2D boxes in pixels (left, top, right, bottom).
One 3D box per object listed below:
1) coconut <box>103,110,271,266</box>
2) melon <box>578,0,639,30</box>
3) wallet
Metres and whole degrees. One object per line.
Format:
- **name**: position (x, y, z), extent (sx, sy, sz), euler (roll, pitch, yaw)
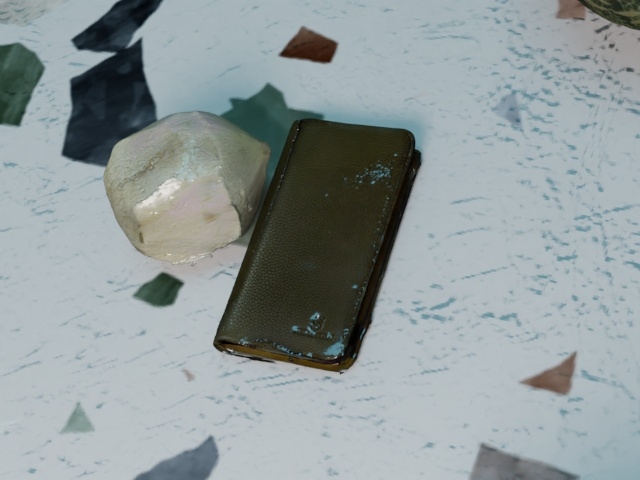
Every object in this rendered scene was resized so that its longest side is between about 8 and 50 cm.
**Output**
- **coconut**: position (-0.094, -0.043, 0.940), extent (0.124, 0.110, 0.110), euler (-26, 55, 9)
- **melon**: position (0.282, -0.295, 0.896), extent (0.248, 0.249, 0.329), euler (27, 64, 30)
- **wallet**: position (0.000, 0.000, 0.928), extent (0.110, 0.031, 0.198), euler (9, 63, 22)
